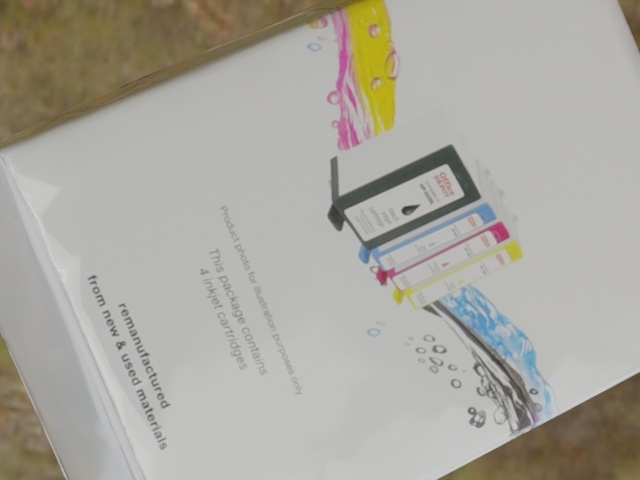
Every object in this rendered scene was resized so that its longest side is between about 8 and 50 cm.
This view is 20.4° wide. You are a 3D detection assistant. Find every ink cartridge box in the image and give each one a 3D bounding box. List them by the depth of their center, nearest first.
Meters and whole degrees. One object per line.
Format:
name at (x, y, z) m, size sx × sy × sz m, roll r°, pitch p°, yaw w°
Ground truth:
ink cartridge box at (0.000, 0.000, 0.685) m, size 0.233 × 0.168 × 0.171 m, roll -25°, pitch -173°, yaw -19°
